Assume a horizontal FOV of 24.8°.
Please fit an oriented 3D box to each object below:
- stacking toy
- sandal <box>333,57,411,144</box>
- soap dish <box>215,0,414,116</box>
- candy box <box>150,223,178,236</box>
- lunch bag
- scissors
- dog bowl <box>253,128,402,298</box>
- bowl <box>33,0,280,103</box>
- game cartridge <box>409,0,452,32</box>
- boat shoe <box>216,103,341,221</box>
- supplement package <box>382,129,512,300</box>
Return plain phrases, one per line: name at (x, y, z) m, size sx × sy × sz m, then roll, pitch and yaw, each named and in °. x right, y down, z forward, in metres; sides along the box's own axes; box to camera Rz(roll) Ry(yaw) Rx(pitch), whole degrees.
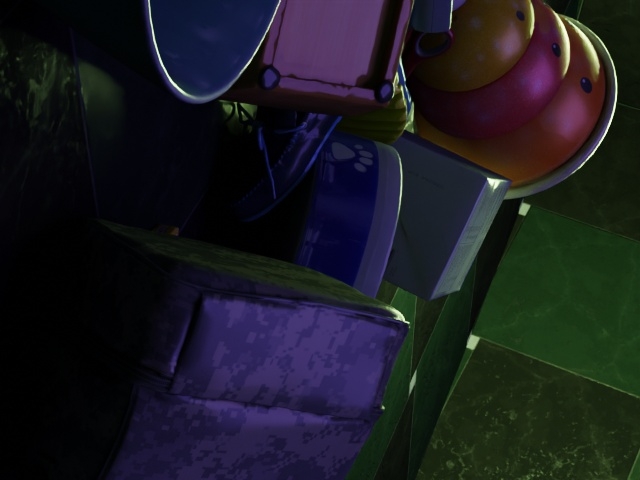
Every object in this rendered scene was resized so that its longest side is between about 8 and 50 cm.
stacking toy at (0.239, -0.304, 2.258) m, size 0.480 × 0.350 × 0.351 m, roll 44°, pitch 62°, yaw -56°
sandal at (0.068, -0.250, 1.909) m, size 0.317 × 0.126 × 0.138 m, roll 87°, pitch 19°, yaw -54°
soap dish at (-0.003, -0.268, 1.456) m, size 0.228 × 0.118 × 0.291 m, roll 3°, pitch 105°, yaw -44°
candy box at (-0.185, 0.094, 1.494) m, size 0.105 × 0.027 × 0.206 m, roll -54°, pitch 156°, yaw -63°
lunch bag at (-0.107, 0.140, 1.316) m, size 0.305 × 0.212 × 0.256 m, roll 13°, pitch 96°, yaw -40°
scissors at (0.101, -0.245, 2.194) m, size 0.297 × 0.109 × 0.021 m, roll 125°, pitch -18°, yaw -47°
dog bowl at (0.000, 0.000, 1.730) m, size 0.265 × 0.104 × 0.265 m, roll -163°, pitch -90°, yaw -78°
bowl at (-0.129, -0.268, 1.058) m, size 0.311 × 0.163 × 0.312 m, roll 16°, pitch 90°, yaw -76°
game cartridge at (0.135, -0.416, 1.913) m, size 0.297 × 0.062 × 0.198 m, roll -94°, pitch -172°, yaw -46°
boat shoe at (-0.041, -0.144, 1.626) m, size 0.089 × 0.109 × 0.258 m, roll 37°, pitch 85°, yaw -46°
supplement package at (0.141, -0.045, 2.174) m, size 0.198 × 0.199 × 0.262 m, roll -65°, pitch 167°, yaw 8°
